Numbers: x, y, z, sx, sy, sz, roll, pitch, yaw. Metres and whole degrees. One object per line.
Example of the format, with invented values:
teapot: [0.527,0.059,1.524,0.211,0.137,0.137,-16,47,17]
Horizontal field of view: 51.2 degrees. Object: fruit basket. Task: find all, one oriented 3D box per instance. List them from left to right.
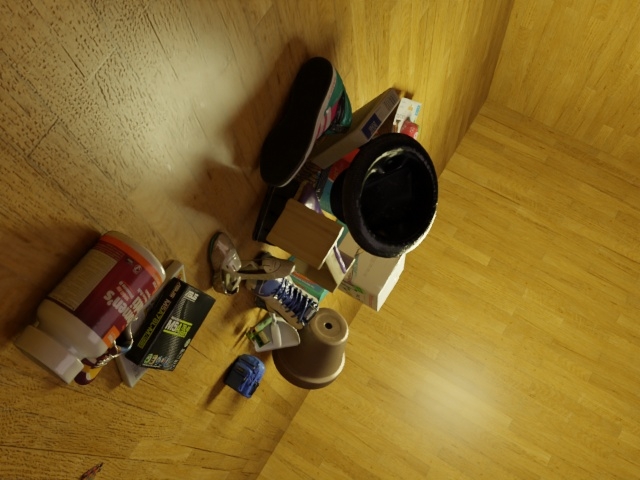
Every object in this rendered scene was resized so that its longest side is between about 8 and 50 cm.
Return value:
fruit basket: [0.280,-0.313,2.337,0.353,0.165,0.327,-68,164,14]

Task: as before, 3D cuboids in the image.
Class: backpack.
backpack: [-0.232,0.418,2.088,0.120,0.098,0.101,-57,162,-13]

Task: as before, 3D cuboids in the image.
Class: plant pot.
plant pot: [-0.014,0.350,2.317,0.263,0.263,0.229,-47,170,-43]

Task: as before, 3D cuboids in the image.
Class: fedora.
fedora: [0.139,-0.113,1.646,0.334,0.152,0.334,-7,100,-43]

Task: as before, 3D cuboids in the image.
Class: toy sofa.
toy sofa: [0.000,0.000,1.695,0.177,0.150,0.362,-58,166,-9]

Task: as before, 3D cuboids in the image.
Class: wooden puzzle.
wooden puzzle: [-0.519,0.531,1.494,0.049,0.006,0.083,-65,165,17]

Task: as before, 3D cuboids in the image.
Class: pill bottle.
pill bottle: [-0.350,0.101,1.023,0.221,0.121,0.121,-54,164,-26]

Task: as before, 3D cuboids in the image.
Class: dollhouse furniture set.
dollhouse furniture set: [-0.178,0.283,2.016,0.076,0.058,0.151,-30,171,-20]

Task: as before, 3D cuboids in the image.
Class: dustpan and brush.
dustpan and brush: [-0.146,0.271,2.118,0.060,0.147,0.211,-110,-168,-65]

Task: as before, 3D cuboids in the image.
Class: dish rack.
dish rack: [-0.060,-0.110,1.738,0.271,0.074,0.208,-42,158,-57]

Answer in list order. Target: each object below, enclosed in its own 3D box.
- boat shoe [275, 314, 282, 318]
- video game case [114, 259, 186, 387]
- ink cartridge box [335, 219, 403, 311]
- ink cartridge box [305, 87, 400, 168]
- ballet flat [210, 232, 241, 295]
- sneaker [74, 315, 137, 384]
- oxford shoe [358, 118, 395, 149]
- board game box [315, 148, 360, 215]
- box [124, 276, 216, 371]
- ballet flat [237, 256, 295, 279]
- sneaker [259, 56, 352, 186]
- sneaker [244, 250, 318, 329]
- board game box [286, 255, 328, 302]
boat shoe: [-0.069,0.188,2.272,0.285,0.089,0.104,-42,131,-58]
video game case: [-0.346,0.175,1.377,0.206,0.026,0.227,-52,162,-33]
ink cartridge box: [0.139,0.085,2.380,0.197,0.270,0.198,-57,165,-16]
ink cartridge box: [0.070,-0.266,1.656,0.224,0.045,0.223,-25,-159,43]
ballet flat: [-0.211,0.060,1.535,0.073,0.067,0.206,-51,162,-31]
sneaker: [-0.379,0.191,1.170,0.069,0.084,0.185,-32,148,-63]
oxford shoe: [0.162,-0.312,2.074,0.271,0.097,0.098,-54,154,-38]
board game box: [0.137,-0.124,1.885,0.064,0.316,0.242,-50,162,-35]
box: [-0.304,0.177,1.382,0.184,0.045,0.190,-57,165,-8]
ballet flat: [-0.146,0.067,1.611,0.052,0.168,0.057,69,16,-55]
sneaker: [-0.024,-0.248,1.509,0.295,0.124,0.178,-64,156,6]
sneaker: [-0.094,0.151,1.884,0.127,0.182,0.315,-58,166,-17]
board game box: [-0.020,0.090,2.070,0.210,0.160,0.047,-47,159,-46]
